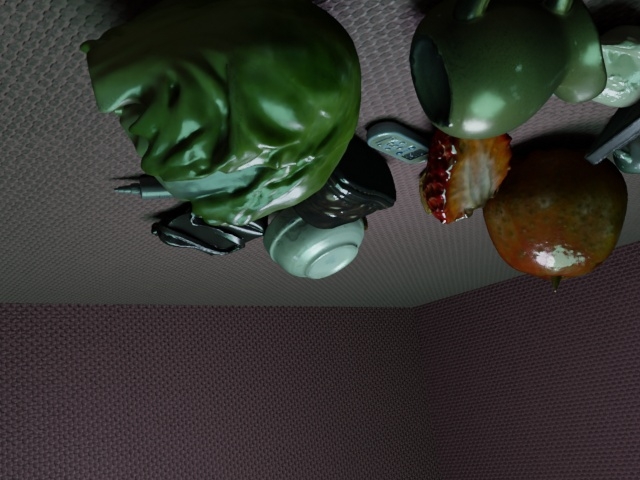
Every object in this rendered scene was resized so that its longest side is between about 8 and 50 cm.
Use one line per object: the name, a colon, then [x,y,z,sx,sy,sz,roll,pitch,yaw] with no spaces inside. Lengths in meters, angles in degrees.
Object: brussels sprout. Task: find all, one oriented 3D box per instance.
brussels sprout: [-0.116,-0.222,1.080,0.361,0.342,0.425,-36,167,0]

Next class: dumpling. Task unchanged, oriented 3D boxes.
dumpling: [0.547,-0.339,1.334,0.193,0.147,0.258,20,-177,25]

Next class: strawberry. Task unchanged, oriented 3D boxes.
strawberry: [0.331,-0.198,1.681,0.265,0.149,0.336,-41,146,-12]

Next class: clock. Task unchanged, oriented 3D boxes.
clock: [0.670,-0.291,1.390,0.049,0.279,0.273,38,164,4]

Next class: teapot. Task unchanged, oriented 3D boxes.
teapot: [0.869,-0.238,1.815,0.295,0.129,0.193,-2,-172,-19]

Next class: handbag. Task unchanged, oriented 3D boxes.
handbag: [-0.325,-0.042,2.037,0.285,0.113,0.257,-20,154,39]

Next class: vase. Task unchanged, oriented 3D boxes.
vase: [0.315,-0.334,1.128,0.302,0.240,0.329,-17,140,-10]

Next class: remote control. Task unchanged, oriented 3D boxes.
remote control: [0.198,-0.237,1.686,0.087,0.047,0.244,-22,159,33]

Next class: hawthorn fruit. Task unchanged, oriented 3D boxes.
hawthorn fruit: [0.645,-0.055,1.928,0.403,0.402,0.403,-7,165,-2]

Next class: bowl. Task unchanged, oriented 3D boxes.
bowl: [0.000,0.000,2.044,0.307,0.163,0.307,-25,155,-12]

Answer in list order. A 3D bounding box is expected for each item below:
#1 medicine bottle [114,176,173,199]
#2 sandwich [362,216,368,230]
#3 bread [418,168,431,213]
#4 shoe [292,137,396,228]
medicine bottle: [-0.415,-0.133,1.745,0.199,0.057,0.057,-4,164,-12]
sandwich: [0.064,-0.049,2.272,0.159,0.079,0.235,-9,172,-38]
bread: [0.352,-0.147,1.926,0.114,0.132,0.190,-6,167,-9]
shoe: [0.026,-0.136,1.733,0.237,0.171,0.384,-18,170,22]
